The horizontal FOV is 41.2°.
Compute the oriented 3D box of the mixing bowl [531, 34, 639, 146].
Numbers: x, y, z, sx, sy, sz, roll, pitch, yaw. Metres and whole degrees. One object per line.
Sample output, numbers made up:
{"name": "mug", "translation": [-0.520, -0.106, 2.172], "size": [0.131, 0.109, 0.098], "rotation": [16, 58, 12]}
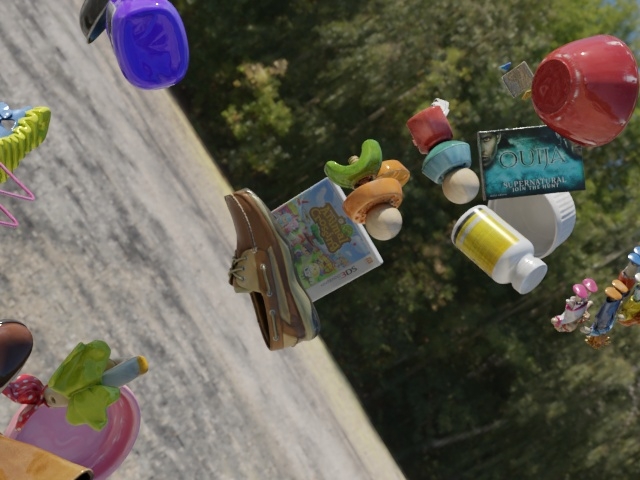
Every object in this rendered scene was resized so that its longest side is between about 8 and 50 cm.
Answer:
{"name": "mixing bowl", "translation": [0.404, -0.243, 1.359], "size": [0.181, 0.098, 0.182], "rotation": [-2, -92, 61]}

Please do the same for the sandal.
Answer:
{"name": "sandal", "translation": [-0.763, -0.232, 1.993], "size": [0.138, 0.126, 0.317], "rotation": [20, 33, 1]}

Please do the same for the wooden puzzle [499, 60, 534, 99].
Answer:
{"name": "wooden puzzle", "translation": [0.498, -0.403, 2.136], "size": [0.116, 0.078, 0.014], "rotation": [57, 6, -27]}

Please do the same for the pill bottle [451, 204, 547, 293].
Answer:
{"name": "pill bottle", "translation": [0.354, 0.020, 1.680], "size": [0.184, 0.103, 0.103], "rotation": [45, -5, 32]}

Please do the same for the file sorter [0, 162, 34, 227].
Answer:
{"name": "file sorter", "translation": [-0.751, -0.037, 1.709], "size": [0.182, 0.291, 0.202], "rotation": [41, 7, 20]}

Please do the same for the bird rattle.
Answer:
{"name": "bird rattle", "translation": [-0.410, 0.256, 1.456], "size": [0.207, 0.253, 0.143], "rotation": [-19, 85, -49]}

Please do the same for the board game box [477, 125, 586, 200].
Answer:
{"name": "board game box", "translation": [0.382, -0.144, 1.543], "size": [0.026, 0.186, 0.126], "rotation": [168, -84, -86]}

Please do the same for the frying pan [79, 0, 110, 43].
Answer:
{"name": "frying pan", "translation": [-0.278, -0.414, 1.266], "size": [0.053, 0.197, 0.326], "rotation": [36, -37, -13]}

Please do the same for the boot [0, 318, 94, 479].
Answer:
{"name": "boot", "translation": [-0.360, 0.211, 0.955], "size": [0.280, 0.264, 0.096], "rotation": [13, -53, 34]}

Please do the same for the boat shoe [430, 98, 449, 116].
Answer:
{"name": "boat shoe", "translation": [0.240, -0.265, 1.729], "size": [0.035, 0.035, 0.100], "rotation": [26, 31, -4]}

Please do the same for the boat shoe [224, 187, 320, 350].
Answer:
{"name": "boat shoe", "translation": [-0.112, 0.062, 1.621], "size": [0.324, 0.119, 0.122], "rotation": [66, -19, -5]}

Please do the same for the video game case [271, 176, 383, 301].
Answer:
{"name": "video game case", "translation": [0.000, 0.000, 1.795], "size": [0.212, 0.193, 0.023], "rotation": [60, 24, 0]}

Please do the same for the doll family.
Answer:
{"name": "doll family", "translation": [0.604, 0.142, 1.752], "size": [0.118, 0.262, 0.163], "rotation": [48, -30, 33]}

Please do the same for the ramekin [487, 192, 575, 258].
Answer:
{"name": "ramekin", "translation": [0.522, -0.065, 2.079], "size": [0.207, 0.109, 0.207], "rotation": [27, -52, 41]}

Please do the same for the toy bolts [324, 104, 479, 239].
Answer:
{"name": "toy bolts", "translation": [0.156, -0.089, 1.433], "size": [0.159, 0.228, 0.218], "rotation": [64, 11, 21]}

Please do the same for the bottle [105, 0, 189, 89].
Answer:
{"name": "bottle", "translation": [-0.246, -0.287, 1.174], "size": [0.283, 0.092, 0.118], "rotation": [-129, -152, -64]}

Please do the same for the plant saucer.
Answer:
{"name": "plant saucer", "translation": [-0.586, 0.446, 1.983], "size": [0.084, 0.332, 0.332], "rotation": [33, -16, 43]}
